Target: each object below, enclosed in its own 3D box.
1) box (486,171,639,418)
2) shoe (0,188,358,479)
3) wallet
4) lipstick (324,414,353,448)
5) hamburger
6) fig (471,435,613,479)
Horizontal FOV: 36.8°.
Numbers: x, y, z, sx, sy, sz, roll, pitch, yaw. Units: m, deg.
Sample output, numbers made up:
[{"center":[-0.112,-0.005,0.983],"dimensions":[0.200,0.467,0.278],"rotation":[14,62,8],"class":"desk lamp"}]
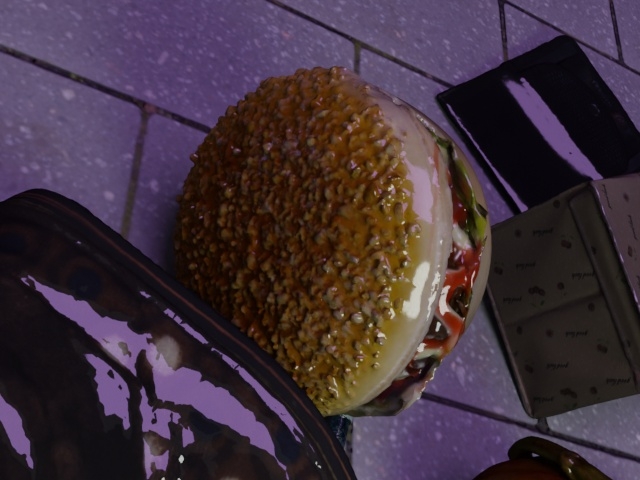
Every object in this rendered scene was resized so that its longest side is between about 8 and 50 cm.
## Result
[{"center":[0.355,0.051,1.085],"dimensions":[0.297,0.190,0.225],"rotation":[-8,76,-40],"class":"box"},{"center":[-0.154,0.150,0.677],"dimensions":[0.384,0.171,0.237],"rotation":[44,40,-4],"class":"shoe"},{"center":[0.320,-0.143,1.294],"dimensions":[0.323,0.041,0.247],"rotation":[-30,81,-37],"class":"wallet"},{"center":[0.011,0.182,0.875],"dimensions":[0.037,0.037,0.116],"rotation":[28,54,-20],"class":"lipstick"},{"center":[0.000,0.000,0.805],"dimensions":[0.170,0.302,0.302],"rotation":[2,61,-54],"class":"hamburger"},{"center":[0.199,0.274,0.848],"dimensions":[0.205,0.205,0.205],"rotation":[18,54,-27],"class":"fig"}]
